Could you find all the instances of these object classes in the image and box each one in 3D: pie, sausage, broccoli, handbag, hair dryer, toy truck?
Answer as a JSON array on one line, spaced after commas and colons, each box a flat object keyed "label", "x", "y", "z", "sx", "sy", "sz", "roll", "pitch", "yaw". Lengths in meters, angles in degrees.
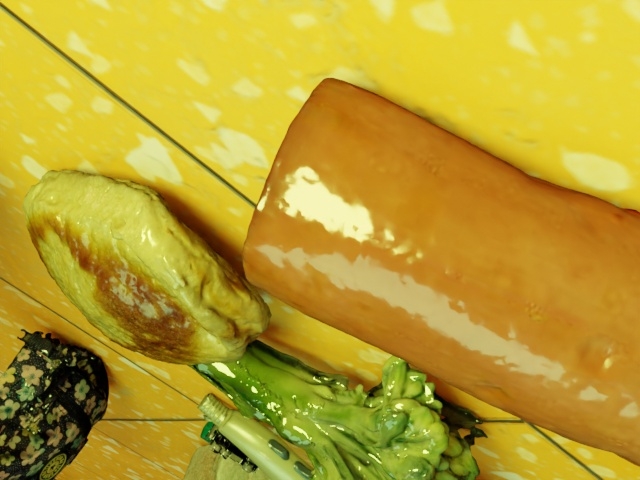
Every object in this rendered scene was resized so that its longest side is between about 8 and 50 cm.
[{"label": "pie", "x": -0.134, "y": 0.027, "z": 0.646, "sx": 0.205, "sy": 0.084, "sz": 0.179, "roll": 11, "pitch": 150, "yaw": 33}, {"label": "sausage", "x": 0.096, "y": 0.024, "z": 0.412, "sx": 0.259, "sy": 0.114, "sz": 0.113, "roll": 26, "pitch": 153, "yaw": 3}, {"label": "broccoli", "x": 0.006, "y": 0.148, "z": 0.695, "sx": 0.275, "sy": 0.177, "sz": 0.198, "roll": 47, "pitch": 148, "yaw": -5}, {"label": "handbag", "x": -0.352, "y": 0.223, "z": 1.057, "sx": 0.126, "sy": 0.208, "sz": 0.229, "roll": 34, "pitch": 150, "yaw": 18}, {"label": "hair dryer", "x": 0.034, "y": 0.274, "z": 0.951, "sx": 0.296, "sy": 0.119, "sz": 0.298, "roll": -15, "pitch": 120, "yaw": 44}, {"label": "toy truck", "x": -0.111, "y": 0.260, "z": 1.096, "sx": 0.083, "sy": 0.039, "sz": 0.044, "roll": 39, "pitch": 167, "yaw": -21}]

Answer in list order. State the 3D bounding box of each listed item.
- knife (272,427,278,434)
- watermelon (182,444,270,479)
[{"label": "knife", "x": -0.001, "y": 0.177, "z": 0.868, "sx": 0.022, "sy": 0.026, "sz": 0.184, "roll": 29, "pitch": 150, "yaw": -21}, {"label": "watermelon", "x": -0.125, "y": 0.402, "z": 1.215, "sx": 0.228, "sy": 0.258, "sz": 0.387, "roll": 9, "pitch": -165, "yaw": 3}]
